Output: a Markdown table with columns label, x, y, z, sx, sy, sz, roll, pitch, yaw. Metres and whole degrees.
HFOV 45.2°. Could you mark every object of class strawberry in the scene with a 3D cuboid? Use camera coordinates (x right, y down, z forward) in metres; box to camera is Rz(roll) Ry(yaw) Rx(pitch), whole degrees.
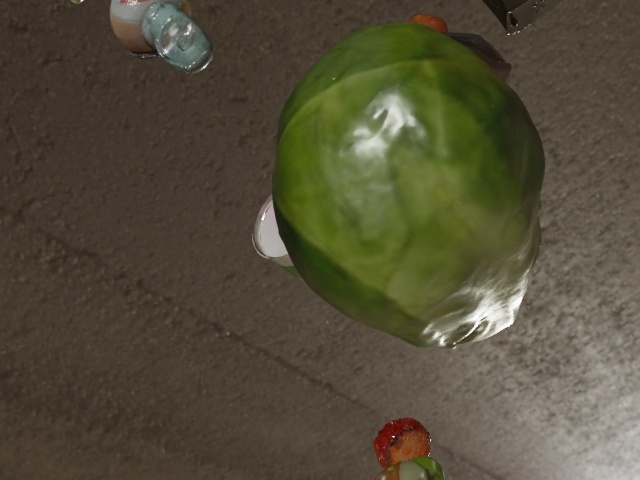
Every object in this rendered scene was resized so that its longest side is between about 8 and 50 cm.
| label | x | y | z | sx | sy | sz | roll | pitch | yaw |
| --- | --- | --- | --- | --- | --- | --- | --- | --- | --- |
| strawberry | 0.191 | 0.480 | 1.801 | 0.145 | 0.086 | 0.145 | -9 | 109 | -28 |

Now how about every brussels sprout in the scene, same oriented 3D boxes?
| label | x | y | z | sx | sy | sz | roll | pitch | yaw |
| --- | --- | --- | --- | --- | --- | --- | --- | --- | --- |
| brussels sprout | 0.078 | -0.029 | 0.617 | 0.210 | 0.219 | 0.271 | -29 | 123 | 11 |

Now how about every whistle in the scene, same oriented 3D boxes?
| label | x | y | z | sx | sy | sz | roll | pitch | yaw |
| --- | --- | --- | --- | --- | --- | --- | --- | --- | --- |
| whistle | -0.339 | -0.469 | 1.652 | 0.189 | 0.348 | 0.189 | -23 | 135 | -26 |

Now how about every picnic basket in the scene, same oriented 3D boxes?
| label | x | y | z | sx | sy | sz | roll | pitch | yaw |
| --- | --- | --- | --- | --- | --- | --- | --- | --- | --- |
| picnic basket | 0.284 | -0.373 | 1.699 | 0.296 | 0.222 | 0.129 | -8 | 140 | -34 |

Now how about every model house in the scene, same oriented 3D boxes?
| label | x | y | z | sx | sy | sz | roll | pitch | yaw |
| --- | --- | --- | --- | --- | --- | --- | --- | --- | --- |
| model house | 0.391 | -0.577 | 1.479 | 0.211 | 0.204 | 0.243 | -34 | 157 | 0 |

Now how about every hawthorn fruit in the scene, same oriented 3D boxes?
| label | x | y | z | sx | sy | sz | roll | pitch | yaw |
| --- | --- | --- | --- | --- | --- | --- | --- | --- | --- |
| hawthorn fruit | 0.250 | -0.489 | 1.891 | 0.140 | 0.125 | 0.125 | -40 | 146 | 0 |

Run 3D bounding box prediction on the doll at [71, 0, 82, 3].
| label | x | y | z | sx | sy | sz | roll | pitch | yaw |
| --- | --- | --- | --- | --- | --- | --- | --- | --- | --- |
| doll | -0.396 | -0.491 | 1.189 | 0.296 | 0.141 | 0.117 | 103 | 13 | -46 |

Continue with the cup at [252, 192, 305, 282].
| label | x | y | z | sx | sy | sz | roll | pitch | yaw |
| --- | --- | --- | --- | --- | --- | --- | --- | --- | --- |
| cup | 0.000 | 0.000 | 1.824 | 0.253 | 0.253 | 0.274 | -40 | 140 | 20 |

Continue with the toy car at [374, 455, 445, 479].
| label | x | y | z | sx | sy | sz | roll | pitch | yaw |
| --- | --- | --- | --- | --- | --- | --- | --- | --- | --- |
| toy car | 0.100 | 0.452 | 1.150 | 0.235 | 0.145 | 0.235 | 1 | 113 | 3 |
